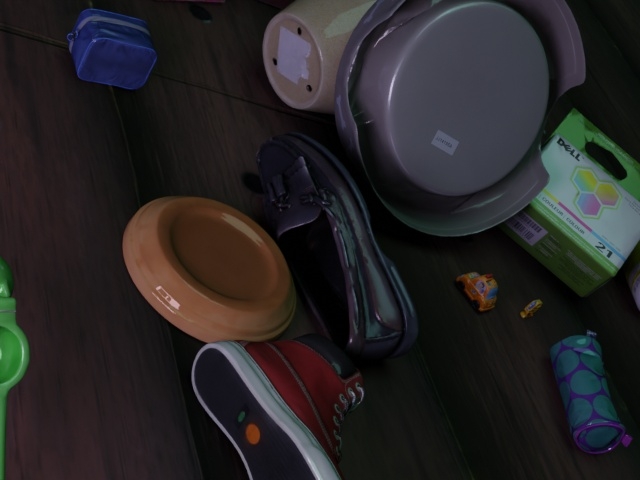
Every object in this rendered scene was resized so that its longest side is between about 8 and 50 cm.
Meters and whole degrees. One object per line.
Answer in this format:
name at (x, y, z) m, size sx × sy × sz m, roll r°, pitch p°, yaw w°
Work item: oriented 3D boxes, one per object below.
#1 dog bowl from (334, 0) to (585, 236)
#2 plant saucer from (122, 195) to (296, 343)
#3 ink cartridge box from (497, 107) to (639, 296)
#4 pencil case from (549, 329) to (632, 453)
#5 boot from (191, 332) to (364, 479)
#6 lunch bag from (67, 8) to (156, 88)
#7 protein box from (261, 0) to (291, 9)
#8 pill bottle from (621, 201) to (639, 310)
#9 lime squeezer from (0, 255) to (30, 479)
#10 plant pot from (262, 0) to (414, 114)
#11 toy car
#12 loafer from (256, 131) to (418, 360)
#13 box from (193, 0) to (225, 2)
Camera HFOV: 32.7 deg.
dog bowl at (0.172, -0.185, 1.397) m, size 0.348 × 0.349 × 0.102 m, roll 15°, pitch 10°, yaw -32°
plant saucer at (-0.107, 0.024, 1.134) m, size 0.199 × 0.037 × 0.200 m, roll 26°, pitch 36°, yaw -20°
ink cartridge box at (0.389, -0.077, 1.573) m, size 0.188 × 0.097 × 0.255 m, roll 41°, pitch 63°, yaw 2°
pencil case at (0.327, 0.185, 1.331) m, size 0.070 × 0.065 × 0.152 m, roll 11°, pitch 40°, yaw -11°
boot at (0.009, 0.185, 1.014) m, size 0.176 × 0.088 × 0.244 m, roll -1°, pitch 46°, yaw -46°
lunch bag at (-0.246, -0.225, 1.267) m, size 0.098 × 0.067 × 0.065 m, roll 9°, pitch 43°, yaw -35°
protein box at (-0.079, -0.497, 1.622) m, size 0.135 × 0.201 × 0.200 m, roll 14°, pitch 41°, yaw -33°
pill bottle at (0.510, 0.012, 1.659) m, size 0.117 × 0.117 × 0.215 m, roll 21°, pitch 37°, yaw -24°
lime squeezer at (-0.273, 0.078, 0.842) m, size 0.058 × 0.110 × 0.310 m, roll 23°, pitch 34°, yaw -52°
plant pot at (0.065, -0.273, 1.492) m, size 0.274 × 0.256 × 0.256 m, roll -20°, pitch 64°, yaw -35°
toy car at (0.234, 0.063, 1.407) m, size 0.122 × 0.040 × 0.060 m, roll 8°, pitch 44°, yaw -37°
loafer at (0.000, 0.000, 1.207) m, size 0.095 × 0.109 × 0.303 m, roll -8°, pitch 58°, yaw -42°
box at (-0.224, -0.486, 1.519) m, size 0.142 × 0.154 × 0.300 m, roll -10°, pitch 56°, yaw -49°
